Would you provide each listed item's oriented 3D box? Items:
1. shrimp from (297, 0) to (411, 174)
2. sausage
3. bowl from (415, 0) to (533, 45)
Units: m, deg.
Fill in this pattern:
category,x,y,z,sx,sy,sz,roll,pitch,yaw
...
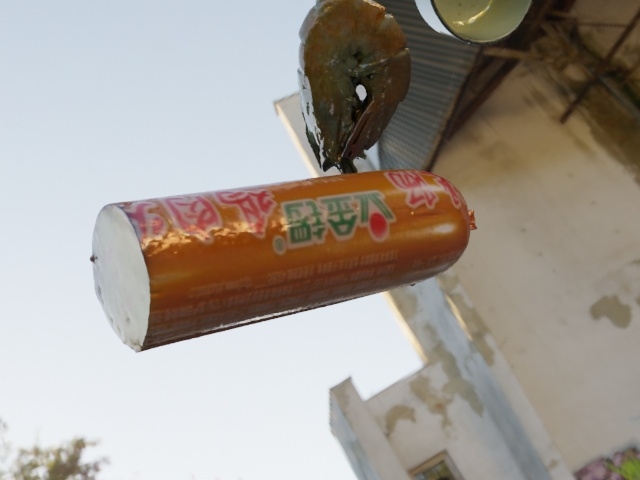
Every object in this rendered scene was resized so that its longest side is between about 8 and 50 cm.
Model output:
category,x,y,z,sx,sy,sz,roll,pitch,yaw
shrimp,0.032,-0.142,0.829,0.051,0.115,0.217,-48,-34,-47
sausage,0.000,0.000,0.443,0.234,0.071,0.071,-11,-36,-36
bowl,0.238,-0.427,1.361,0.211,0.112,0.211,-6,-77,-25
